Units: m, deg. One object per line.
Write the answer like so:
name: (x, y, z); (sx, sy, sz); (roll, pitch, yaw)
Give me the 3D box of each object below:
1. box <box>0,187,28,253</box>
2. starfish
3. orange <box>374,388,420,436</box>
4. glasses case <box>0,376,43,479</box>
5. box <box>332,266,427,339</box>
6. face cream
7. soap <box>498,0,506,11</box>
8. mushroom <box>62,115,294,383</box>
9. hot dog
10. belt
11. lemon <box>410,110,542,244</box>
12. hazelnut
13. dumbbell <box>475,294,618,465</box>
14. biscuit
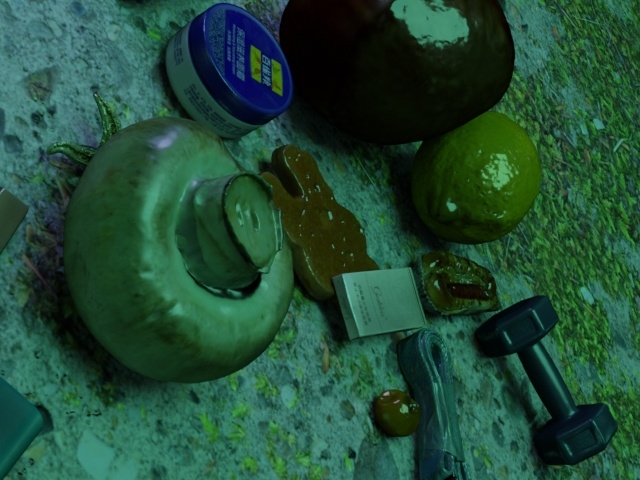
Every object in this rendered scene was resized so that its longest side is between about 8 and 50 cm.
box: (-0.409, -0.014, 1.404); (0.048, 0.025, 0.115); (40, 41, -20)
starfish: (-0.293, -0.123, 1.580); (0.208, 0.053, 0.176); (-13, 96, -50)
orange: (0.131, 0.284, 1.836); (0.086, 0.062, 0.086); (26, 52, -38)
glasses case: (-0.415, 0.265, 1.182); (0.117, 0.070, 0.301); (49, 39, -16)
box: (0.101, 0.104, 1.877); (0.198, 0.029, 0.109); (-3, 74, -51)
face cream: (-0.150, -0.271, 1.814); (0.206, 0.111, 0.206); (30, 47, -38)
soap: (0.244, -0.456, 2.264); (0.173, 0.289, 0.095); (19, 56, -42)
mushroom: (-0.173, 0.010, 1.469); (0.352, 0.260, 0.352); (27, 56, -49)
hot dog: (0.258, 0.086, 2.113); (0.253, 0.069, 0.131); (10, 59, -49)
belt: (0.190, 0.294, 1.896); (0.087, 0.072, 0.302); (26, 47, -44)
lemon: (0.294, -0.118, 2.144); (0.245, 0.245, 0.320); (54, 43, -10)
hazelnut: (0.132, -0.361, 2.009); (0.421, 0.421, 0.353); (-68, 159, -47)
dumbbell: (0.434, 0.270, 2.146); (0.143, 0.156, 0.316); (-29, 90, -24)
biscuit: (0.000, 0.000, 1.869); (0.334, 0.047, 0.202); (52, 38, -18)
